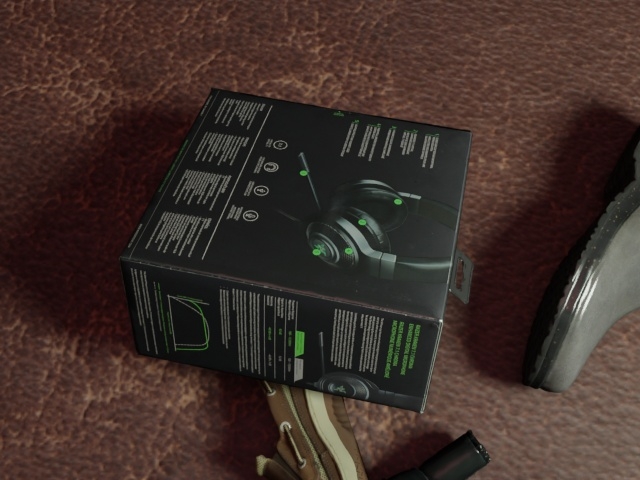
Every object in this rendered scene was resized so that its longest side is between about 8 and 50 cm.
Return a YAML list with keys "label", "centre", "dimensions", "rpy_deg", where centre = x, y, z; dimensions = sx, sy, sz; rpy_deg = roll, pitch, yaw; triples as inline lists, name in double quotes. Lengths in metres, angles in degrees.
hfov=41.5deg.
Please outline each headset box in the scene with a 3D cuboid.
- label: "headset box"
  centre: [0.000, 0.000, 0.772]
  dimensions: [0.282, 0.131, 0.246]
  rpy_deg: [10, 46, 7]

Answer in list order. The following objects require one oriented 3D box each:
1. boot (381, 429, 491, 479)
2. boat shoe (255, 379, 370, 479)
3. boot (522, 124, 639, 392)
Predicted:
- label: "boot"
  centre: [0.102, 0.207, 0.741]
  dimensions: [0.099, 0.121, 0.045]
  rpy_deg: [-32, 73, -2]
- label: "boat shoe"
  centre: [-0.011, 0.201, 0.768]
  dimensions: [0.095, 0.095, 0.258]
  rpy_deg: [-18, 58, -1]
- label: "boot"
  centre: [0.352, 0.037, 0.795]
  dimensions: [0.222, 0.118, 0.338]
  rpy_deg: [31, 79, 8]
